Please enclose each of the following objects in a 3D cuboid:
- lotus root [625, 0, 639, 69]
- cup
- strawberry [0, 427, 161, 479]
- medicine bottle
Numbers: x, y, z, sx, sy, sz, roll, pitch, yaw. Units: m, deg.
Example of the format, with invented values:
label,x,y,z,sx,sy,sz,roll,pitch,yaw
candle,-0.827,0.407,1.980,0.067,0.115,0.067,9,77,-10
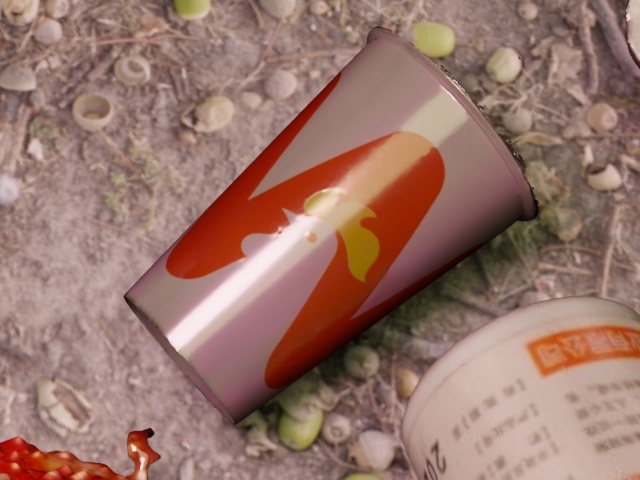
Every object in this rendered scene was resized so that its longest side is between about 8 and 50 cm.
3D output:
label,x,y,z,sx,sy,sz,roll,pitch,yaw
lotus root,0.373,-0.160,1.540,0.272,0.192,0.272,-1,78,3
cup,0.000,0.000,1.472,0.288,0.203,0.203,-41,76,-8
strawberry,-0.222,0.244,1.337,0.343,0.292,0.292,-15,70,-26
medicine bottle,0.213,0.235,1.314,0.211,0.211,0.371,-19,51,-9
